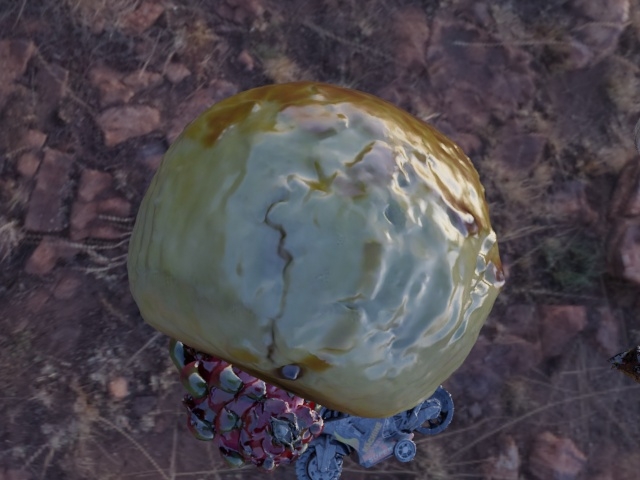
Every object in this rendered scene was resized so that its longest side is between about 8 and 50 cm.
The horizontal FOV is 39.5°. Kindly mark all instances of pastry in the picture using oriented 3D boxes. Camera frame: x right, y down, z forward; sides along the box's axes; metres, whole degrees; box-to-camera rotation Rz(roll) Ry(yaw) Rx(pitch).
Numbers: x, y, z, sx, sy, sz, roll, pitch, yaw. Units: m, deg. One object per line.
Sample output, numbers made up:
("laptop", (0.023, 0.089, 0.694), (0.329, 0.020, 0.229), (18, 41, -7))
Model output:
("pastry", (0.000, 0.000, 0.922), (0.389, 0.388, 0.312), (28, 74, -20))

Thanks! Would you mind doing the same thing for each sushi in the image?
("sushi", (0.369, 0.139, 0.984), (0.047, 0.099, 0.050), (31, 68, -45))

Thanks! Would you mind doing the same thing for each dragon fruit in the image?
("dragon fruit", (-0.118, 0.213, 1.326), (0.273, 0.198, 0.218), (47, 64, 2))

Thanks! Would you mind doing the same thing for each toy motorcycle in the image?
("toy motorcycle", (0.080, 0.296, 1.509), (0.307, 0.108, 0.173), (-24, 95, -17))

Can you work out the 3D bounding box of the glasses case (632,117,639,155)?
("glasses case", (0.483, -0.105, 1.099), (0.196, 0.083, 0.050), (24, 29, -4))
